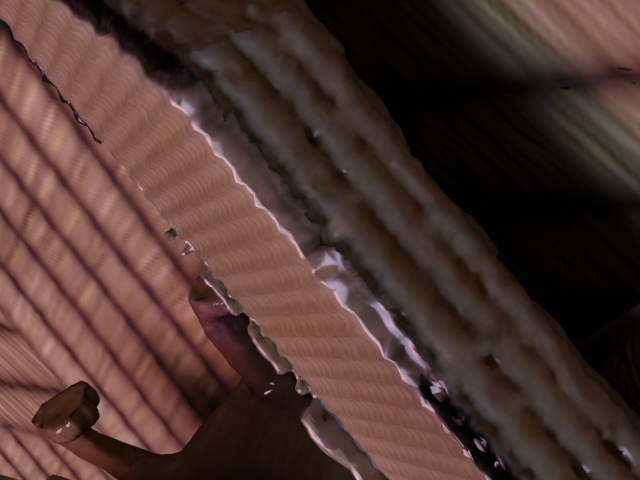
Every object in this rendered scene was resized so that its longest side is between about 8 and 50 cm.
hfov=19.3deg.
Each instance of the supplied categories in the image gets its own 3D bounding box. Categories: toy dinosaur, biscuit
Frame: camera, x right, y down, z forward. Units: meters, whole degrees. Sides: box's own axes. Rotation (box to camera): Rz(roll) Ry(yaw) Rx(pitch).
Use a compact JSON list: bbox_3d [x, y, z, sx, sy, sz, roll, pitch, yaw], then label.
[{"bbox_3d":[-0.010,0.098,0.706,0.200,0.072,0.251,41,147,-22],"label":"toy dinosaur"},{"bbox_3d":[0.000,0.000,0.521,0.252,0.052,0.150,50,166,-4],"label":"biscuit"}]

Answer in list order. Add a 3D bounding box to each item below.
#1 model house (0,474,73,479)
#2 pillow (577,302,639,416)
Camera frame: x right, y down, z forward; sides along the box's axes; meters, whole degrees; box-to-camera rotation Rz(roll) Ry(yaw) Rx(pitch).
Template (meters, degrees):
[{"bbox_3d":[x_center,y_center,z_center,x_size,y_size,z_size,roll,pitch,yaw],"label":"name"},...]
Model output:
[{"bbox_3d":[-0.055,0.207,0.684,0.224,0.198,0.215,21,-179,-4],"label":"model house"},{"bbox_3d":[0.131,0.032,0.422,0.130,0.038,0.233,41,156,10],"label":"pillow"}]
